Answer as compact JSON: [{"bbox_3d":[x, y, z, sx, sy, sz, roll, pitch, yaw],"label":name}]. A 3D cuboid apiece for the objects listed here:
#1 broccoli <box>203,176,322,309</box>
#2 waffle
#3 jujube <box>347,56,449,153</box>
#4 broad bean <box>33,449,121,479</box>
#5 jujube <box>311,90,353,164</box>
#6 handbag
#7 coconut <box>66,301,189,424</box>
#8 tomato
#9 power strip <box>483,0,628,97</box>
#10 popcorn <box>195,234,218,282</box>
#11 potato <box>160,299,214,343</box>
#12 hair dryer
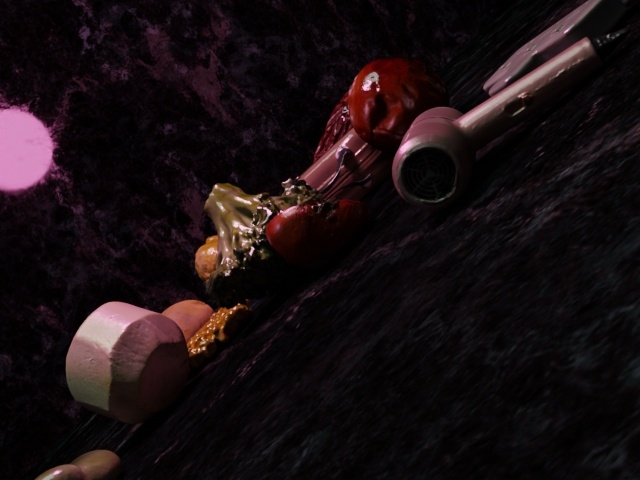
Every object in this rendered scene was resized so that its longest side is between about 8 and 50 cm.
[{"bbox_3d":[-0.131,-0.007,1.776,0.288,0.245,0.248,-17,-43,-43],"label":"broccoli"},{"bbox_3d":[-0.226,0.198,1.884,0.249,0.056,0.253,-48,5,-34],"label":"waffle"},{"bbox_3d":[0.181,-0.312,1.964,0.223,0.223,0.318,-41,3,27],"label":"jujube"},{"bbox_3d":[-0.403,0.407,1.400,0.169,0.100,0.228,-33,-4,17],"label":"broad bean"},{"bbox_3d":[0.115,-0.273,2.330,0.342,0.216,0.216,-50,3,16],"label":"jujube"},{"bbox_3d":[0.049,-0.150,2.092,0.302,0.149,0.283,-39,4,22],"label":"handbag"},{"bbox_3d":[-0.380,0.235,1.705,0.241,0.241,0.241,-43,5,5],"label":"coconut"},{"bbox_3d":[0.000,0.000,1.586,0.189,0.099,0.173,-5,-25,-15],"label":"tomato"},{"bbox_3d":[0.347,-0.283,1.381,0.193,0.059,0.265,-45,6,-23],"label":"power strip"},{"bbox_3d":[-0.233,0.061,2.309,0.191,0.190,0.253,-52,9,-2],"label":"popcorn"},{"bbox_3d":[-0.341,0.237,2.061,0.234,0.146,0.150,-49,-22,-44],"label":"potato"},{"bbox_3d":[0.250,-0.177,1.145,0.344,0.107,0.189,-35,9,22],"label":"hair dryer"}]
